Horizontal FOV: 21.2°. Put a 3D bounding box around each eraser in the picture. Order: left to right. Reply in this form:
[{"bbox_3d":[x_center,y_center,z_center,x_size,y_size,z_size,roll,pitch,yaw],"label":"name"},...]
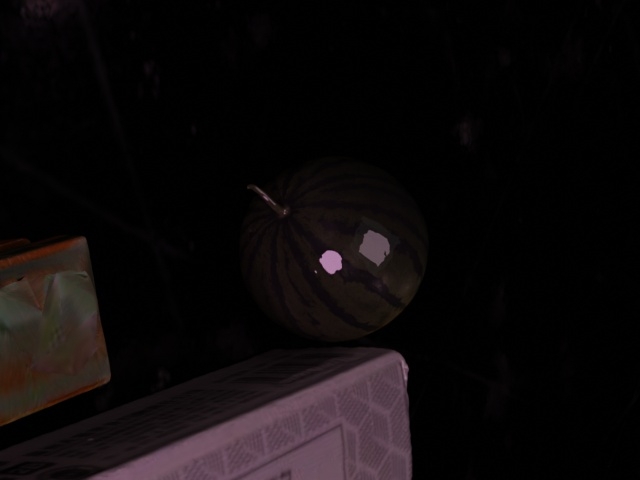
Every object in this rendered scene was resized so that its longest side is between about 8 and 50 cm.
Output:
[{"bbox_3d":[-0.092,0.137,0.799,0.404,0.098,0.096,-17,104,-56],"label":"eraser"}]

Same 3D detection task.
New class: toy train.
[{"bbox_3d":[-0.167,0.047,0.686,0.188,0.099,0.072,-20,107,-57],"label":"toy train"}]

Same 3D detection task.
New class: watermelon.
[{"bbox_3d":[0.000,0.000,0.946,0.133,0.105,0.105,32,62,-47],"label":"watermelon"}]
